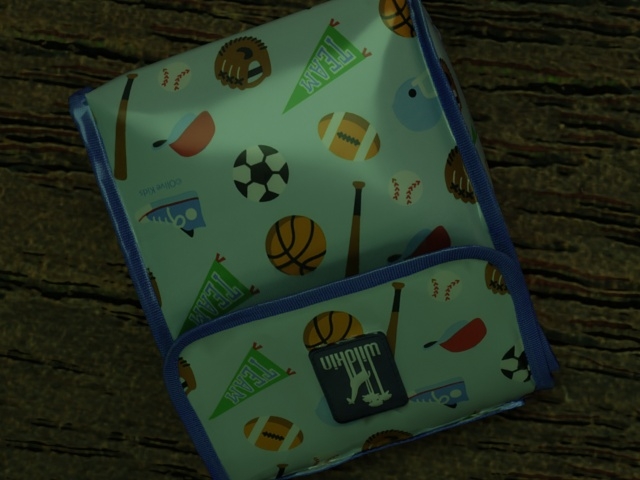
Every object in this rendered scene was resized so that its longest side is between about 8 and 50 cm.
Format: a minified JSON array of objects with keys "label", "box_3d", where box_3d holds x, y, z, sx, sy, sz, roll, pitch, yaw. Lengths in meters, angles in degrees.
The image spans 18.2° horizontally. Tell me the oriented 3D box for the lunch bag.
[{"label":"lunch bag","box_3d":[0.000,0.000,1.735,0.327,0.239,0.385,-18,94,6]}]
